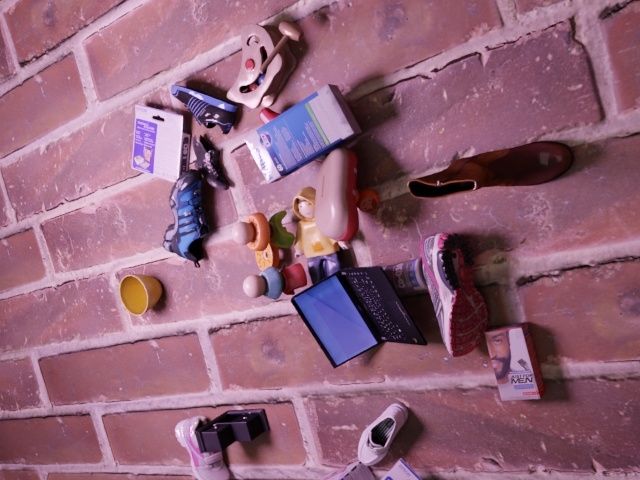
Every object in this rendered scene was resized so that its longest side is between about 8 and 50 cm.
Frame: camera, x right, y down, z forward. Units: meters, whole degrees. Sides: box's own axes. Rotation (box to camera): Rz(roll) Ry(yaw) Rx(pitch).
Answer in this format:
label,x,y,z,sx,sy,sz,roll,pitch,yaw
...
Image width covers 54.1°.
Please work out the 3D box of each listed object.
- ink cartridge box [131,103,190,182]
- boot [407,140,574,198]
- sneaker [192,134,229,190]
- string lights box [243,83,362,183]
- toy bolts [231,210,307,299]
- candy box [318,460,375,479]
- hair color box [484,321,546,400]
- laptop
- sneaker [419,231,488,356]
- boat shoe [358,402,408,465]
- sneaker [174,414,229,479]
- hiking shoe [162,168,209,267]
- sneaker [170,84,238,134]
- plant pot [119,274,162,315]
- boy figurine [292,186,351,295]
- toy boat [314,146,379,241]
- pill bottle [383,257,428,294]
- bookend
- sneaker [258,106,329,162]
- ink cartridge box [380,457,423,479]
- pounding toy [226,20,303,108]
label,x,y,z,sx,sy,sz,roll,pitch,yaw
ink cartridge box,-0.488,-0.298,1.917,0.206,0.045,0.208,19,112,28
boot,0.349,-0.143,1.266,0.264,0.280,0.096,4,103,32
sneaker,-0.315,-0.226,1.818,0.170,0.051,0.089,42,124,22
string lights box,-0.046,-0.259,1.543,0.259,0.077,0.133,-27,91,23
toy bolts,-0.161,0.061,1.666,0.218,0.158,0.229,-48,57,50
candy box,0.031,0.691,1.709,0.165,0.196,0.070,-37,80,33
hair color box,0.445,0.278,1.436,0.093,0.053,0.167,-14,91,35
laptop,0.090,0.198,1.555,0.234,0.136,0.264,58,152,-14
sneaker,0.309,0.125,1.468,0.112,0.120,0.299,5,106,62
boat shoe,0.149,0.522,1.668,0.083,0.075,0.226,35,117,22
sneaker,-0.369,0.676,2.022,0.111,0.103,0.252,-43,77,34
hiking shoe,-0.375,-0.071,1.865,0.132,0.113,0.304,29,127,16
sneaker,-0.341,-0.375,1.783,0.232,0.081,0.091,25,106,25
plant pot,-0.574,0.167,2.046,0.134,0.095,0.134,8,106,32
boy figurine,0.000,0.000,1.642,0.177,0.092,0.285,-3,102,36
toy boat,0.074,-0.106,1.545,0.151,0.151,0.231,134,145,-59
pill bottle,0.198,0.093,1.540,0.137,0.078,0.078,-16,91,34
bookend,-0.267,0.577,1.902,0.156,0.157,0.072,-13,94,35
sneaker,-0.046,-0.310,1.619,0.221,0.087,0.128,36,110,8
ink cartridge box,0.196,0.749,1.696,0.175,0.069,0.371,42,122,19
pounding toy,-0.167,-0.465,1.605,0.154,0.155,0.269,44,120,12
